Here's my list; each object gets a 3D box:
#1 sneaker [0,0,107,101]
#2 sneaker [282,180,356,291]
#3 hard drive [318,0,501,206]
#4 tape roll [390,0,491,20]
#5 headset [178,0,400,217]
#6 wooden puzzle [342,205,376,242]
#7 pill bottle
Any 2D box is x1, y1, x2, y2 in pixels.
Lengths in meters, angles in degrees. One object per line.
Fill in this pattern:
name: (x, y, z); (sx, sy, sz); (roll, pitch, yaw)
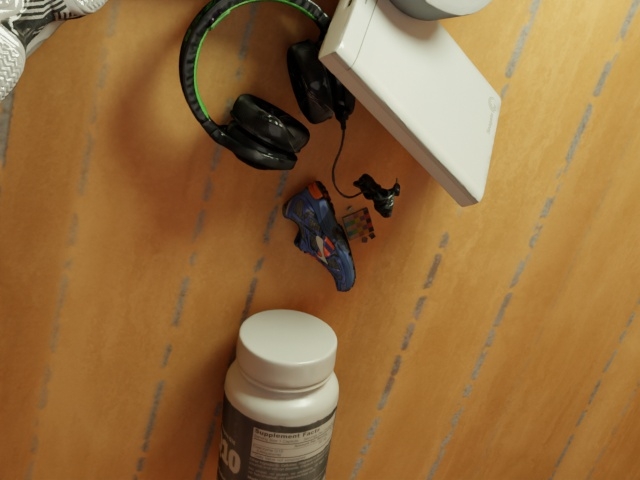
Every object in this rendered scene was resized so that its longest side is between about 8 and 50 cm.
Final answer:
sneaker: (-0.409, -0.295, 0.978); (0.137, 0.210, 0.366); (49, 59, -33)
sneaker: (0.000, 0.000, 1.324); (0.087, 0.083, 0.221); (-20, 118, 7)
hard drive: (0.154, -0.245, 1.175); (0.047, 0.233, 0.353); (-15, 136, 42)
tape roll: (0.176, -0.434, 1.108); (0.219, 0.072, 0.219); (-6, 101, -32)
headset: (-0.030, -0.190, 1.138); (0.243, 0.185, 0.394); (-42, 121, 5)
wooden puzzle: (0.068, -0.029, 1.366); (0.049, 0.006, 0.083); (-23, 122, -8)
pill bottle: (-0.076, 0.320, 1.380); (0.204, 0.204, 0.361); (-2, 117, -20)
